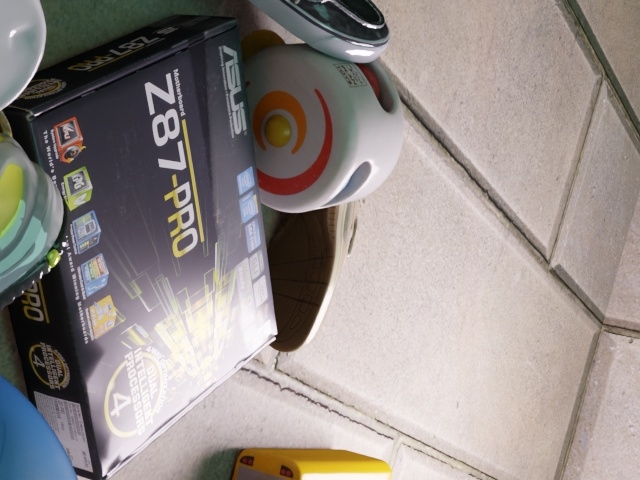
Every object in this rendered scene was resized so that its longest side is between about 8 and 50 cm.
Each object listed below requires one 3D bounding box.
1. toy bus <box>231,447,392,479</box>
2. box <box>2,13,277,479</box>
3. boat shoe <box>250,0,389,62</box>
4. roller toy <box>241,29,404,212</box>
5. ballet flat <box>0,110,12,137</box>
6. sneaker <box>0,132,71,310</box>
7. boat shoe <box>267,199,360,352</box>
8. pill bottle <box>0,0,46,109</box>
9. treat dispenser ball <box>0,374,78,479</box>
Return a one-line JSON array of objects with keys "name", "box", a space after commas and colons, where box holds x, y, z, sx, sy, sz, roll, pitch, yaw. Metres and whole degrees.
[{"name": "toy bus", "box": [-0.028, 0.351, 1.523, 0.332, 0.108, 0.130, 18, 84, -58]}, {"name": "box", "box": [-0.186, -0.002, 1.172, 0.318, 0.097, 0.395, -38, 130, -51]}, {"name": "boat shoe", "box": [-0.025, -0.303, 1.215, 0.306, 0.105, 0.113, 33, 36, -27]}, {"name": "roller toy", "box": [-0.013, -0.134, 1.313, 0.146, 0.191, 0.209, -15, 112, -55]}, {"name": "ballet flat", "box": [-0.367, -0.109, 0.829, 0.348, 0.123, 0.123, 18, 84, -58]}, {"name": "sneaker", "box": [-0.369, 0.046, 0.816, 0.384, 0.145, 0.147, -44, 130, -19]}, {"name": "boat shoe", "box": [0.000, 0.000, 1.465, 0.098, 0.109, 0.302, 25, 73, -57]}, {"name": "pill bottle", "box": [-0.287, -0.174, 0.771, 0.117, 0.208, 0.118, -30, 141, -28]}, {"name": "treat dispenser ball", "box": [-0.280, 0.194, 0.662, 0.288, 0.288, 0.288, -25, 120, -53]}]
